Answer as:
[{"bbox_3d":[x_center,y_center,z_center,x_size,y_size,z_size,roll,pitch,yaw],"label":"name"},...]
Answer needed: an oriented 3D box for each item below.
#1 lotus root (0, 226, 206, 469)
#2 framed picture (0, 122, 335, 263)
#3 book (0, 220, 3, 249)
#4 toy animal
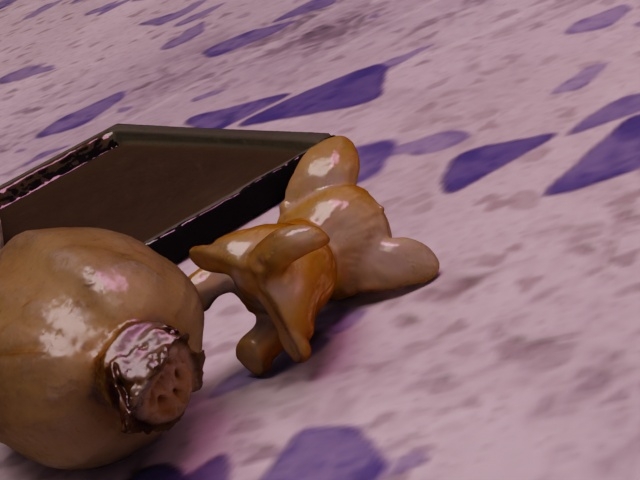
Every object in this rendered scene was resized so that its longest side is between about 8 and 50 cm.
[{"bbox_3d":[-0.072,0.031,0.571,0.073,0.062,0.150,-48,26,-15],"label":"lotus root"},{"bbox_3d":[-0.141,0.016,0.780,0.265,0.018,0.192,-31,19,-28],"label":"framed picture"},{"bbox_3d":[-0.233,0.021,0.813,0.198,0.016,0.138,-24,19,-10],"label":"book"},{"bbox_3d":[0.000,0.000,0.595,0.083,0.060,0.081,-36,-18,-35],"label":"toy animal"}]
